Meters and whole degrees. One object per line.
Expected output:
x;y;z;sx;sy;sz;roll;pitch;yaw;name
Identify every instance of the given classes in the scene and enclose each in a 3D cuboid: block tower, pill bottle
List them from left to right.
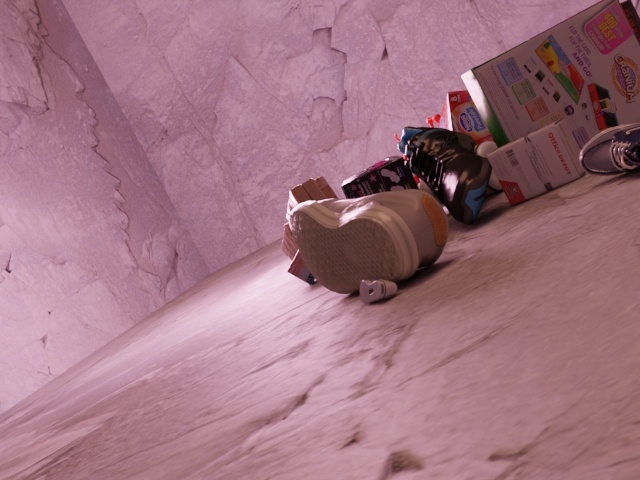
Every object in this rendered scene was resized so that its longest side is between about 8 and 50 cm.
-0.023;-0.031;2.234;0.091;0.097;0.335;-30;-15;-16;block tower
0.292;-0.125;1.949;0.184;0.103;0.103;-24;6;46;pill bottle

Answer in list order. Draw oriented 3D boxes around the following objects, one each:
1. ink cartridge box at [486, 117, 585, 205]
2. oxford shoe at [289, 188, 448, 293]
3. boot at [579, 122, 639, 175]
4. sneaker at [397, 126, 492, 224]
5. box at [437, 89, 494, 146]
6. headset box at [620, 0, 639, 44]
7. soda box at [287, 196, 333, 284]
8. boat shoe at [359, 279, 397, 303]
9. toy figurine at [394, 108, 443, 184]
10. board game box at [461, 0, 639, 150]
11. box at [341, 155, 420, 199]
0.363;-0.131;1.601;0.135;0.099;0.056;-24;5;37;ink cartridge box
0.072;-0.006;1.585;0.130;0.169;0.449;-28;9;-22;oxford shoe
0.427;-0.126;1.321;0.190;0.069;0.086;-21;5;46;boot
0.218;-0.124;1.739;0.341;0.139;0.125;-99;25;-71;sneaker
0.324;-0.220;2.065;0.122;0.128;0.257;-5;-13;0;box
0.587;-0.355;2.023;0.293;0.218;0.110;-29;6;-16;headset box
0.000;0.000;2.037;0.183;0.063;0.058;-60;0;8;soda box
0.087;0.074;1.423;0.035;0.035;0.100;-1;-8;-17;boat shoe
0.403;-0.273;2.519;0.362;0.191;0.217;-24;1;33;toy figurine
0.453;-0.273;1.761;0.316;0.242;0.064;-28;4;-9;board game box
0.135;-0.078;1.982;0.142;0.163;0.247;-26;4;4;box
